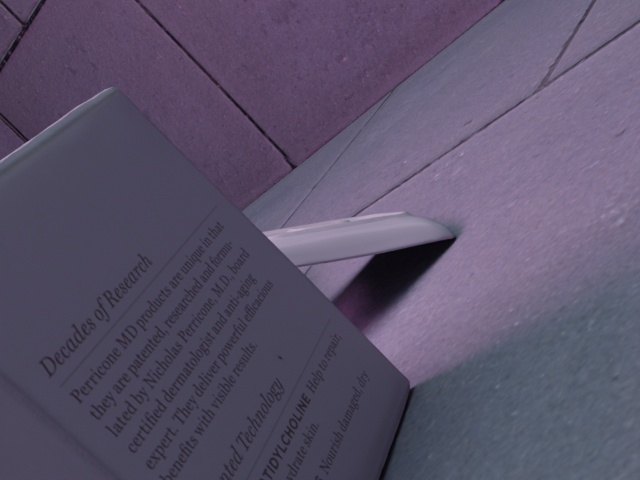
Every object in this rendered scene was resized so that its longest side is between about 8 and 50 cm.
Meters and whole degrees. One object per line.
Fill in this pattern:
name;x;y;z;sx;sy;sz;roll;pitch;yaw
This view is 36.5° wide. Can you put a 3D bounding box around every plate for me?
plate;0.000;0.000;1.278;0.278;0.045;0.277;-10;3;-13

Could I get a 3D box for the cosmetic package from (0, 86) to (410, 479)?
cosmetic package;-0.196;0.156;0.829;0.329;0.394;0.327;-39;11;33
